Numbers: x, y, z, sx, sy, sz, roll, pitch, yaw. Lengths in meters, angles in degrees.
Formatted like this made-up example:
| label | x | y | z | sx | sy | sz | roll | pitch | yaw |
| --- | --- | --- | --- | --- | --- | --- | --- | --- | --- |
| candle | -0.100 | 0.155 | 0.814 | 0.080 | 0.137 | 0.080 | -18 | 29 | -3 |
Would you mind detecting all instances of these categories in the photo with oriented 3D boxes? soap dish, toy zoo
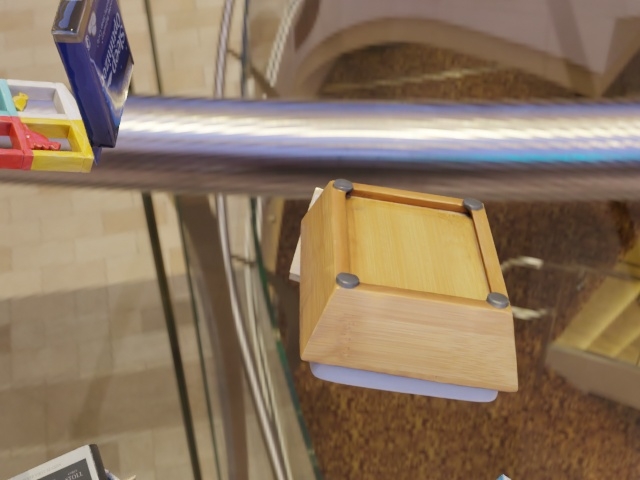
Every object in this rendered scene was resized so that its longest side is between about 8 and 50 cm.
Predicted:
| label | x | y | z | sx | sy | sz | roll | pitch | yaw |
| --- | --- | --- | --- | --- | --- | --- | --- | --- | --- |
| soap dish | 0.094 | 0.045 | 1.406 | 0.229 | 0.118 | 0.291 | 9 | 30 | -6 |
| toy zoo | -0.453 | -0.171 | 1.857 | 0.293 | 0.030 | 0.192 | 1 | 41 | -29 |

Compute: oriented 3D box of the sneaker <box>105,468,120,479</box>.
| label | x | y | z | sx | sy | sz | roll | pitch | yaw |
| --- | --- | --- | --- | --- | --- | --- | --- | --- | --- |
| sneaker | -0.307 | 0.406 | 1.916 | 0.083 | 0.190 | 0.071 | -1 | 44 | 38 |

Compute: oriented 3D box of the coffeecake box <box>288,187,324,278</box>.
| label | x | y | z | sx | sy | sz | roll | pitch | yaw |
| --- | --- | --- | --- | --- | --- | --- | --- | --- | --- |
| coffeecake box | 0.000 | 0.000 | 2.069 | 0.068 | 0.185 | 0.142 | 17 | 84 | 0 |

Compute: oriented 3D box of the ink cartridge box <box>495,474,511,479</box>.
| label | x | y | z | sx | sy | sz | roll | pitch | yaw |
| --- | --- | --- | --- | --- | --- | --- | --- | --- | --- |
| ink cartridge box | 0.208 | 0.390 | 1.588 | 0.104 | 0.180 | 0.060 | 36 | 21 | -16 |

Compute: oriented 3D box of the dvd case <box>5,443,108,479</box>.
| label | x | y | z | sx | sy | sz | roll | pitch | yaw |
| --- | --- | --- | --- | --- | --- | --- | --- | --- | --- |
| dvd case | -0.328 | 0.402 | 1.616 | 0.179 | 0.029 | 0.238 | -25 | 74 | 15 |

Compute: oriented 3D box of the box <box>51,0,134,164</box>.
| label | x | y | z | sx | sy | sz | roll | pitch | yaw |
| --- | --- | --- | --- | --- | --- | --- | --- | --- | --- |
| box | -0.253 | -0.205 | 1.454 | 0.037 | 0.225 | 0.136 | 2 | 55 | 5 |

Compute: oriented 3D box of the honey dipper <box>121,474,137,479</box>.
| label | x | y | z | sx | sy | sz | roll | pitch | yaw |
| --- | --- | --- | --- | --- | --- | --- | --- | --- | --- |
| honey dipper | -0.224 | 0.389 | 1.682 | 0.030 | 0.030 | 0.160 | -25 | 89 | -17 |
